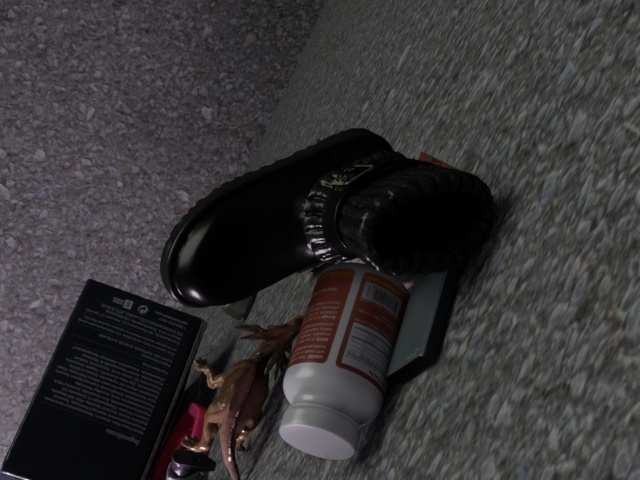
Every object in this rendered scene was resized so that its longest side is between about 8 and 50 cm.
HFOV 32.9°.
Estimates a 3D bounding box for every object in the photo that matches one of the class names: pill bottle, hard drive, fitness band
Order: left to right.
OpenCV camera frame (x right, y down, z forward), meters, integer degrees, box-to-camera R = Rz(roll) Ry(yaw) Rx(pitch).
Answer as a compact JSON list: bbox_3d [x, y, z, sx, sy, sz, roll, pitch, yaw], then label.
[{"bbox_3d":[-0.288,0.441,2.254,0.209,0.054,0.291,-65,12,-8],"label":"fitness band"},{"bbox_3d":[0.026,0.143,1.292,0.121,0.121,0.216,-47,20,57],"label":"pill bottle"},{"bbox_3d":[0.119,0.091,1.241,0.094,0.022,0.135,-46,21,58],"label":"hard drive"}]

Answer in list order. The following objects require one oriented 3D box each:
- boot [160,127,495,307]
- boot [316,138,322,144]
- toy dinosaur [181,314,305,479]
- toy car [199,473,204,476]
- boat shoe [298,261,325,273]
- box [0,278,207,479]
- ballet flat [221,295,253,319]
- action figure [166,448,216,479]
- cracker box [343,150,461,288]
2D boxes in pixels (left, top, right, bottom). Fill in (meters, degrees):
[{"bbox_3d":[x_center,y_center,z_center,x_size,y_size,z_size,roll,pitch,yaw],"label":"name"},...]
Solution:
[{"bbox_3d":[-0.001,-0.004,1.244,0.348,0.131,0.260,-34,32,-10],"label":"boot"},{"bbox_3d":[0.030,-0.094,1.835,0.112,0.115,0.305,-59,13,16],"label":"boot"},{"bbox_3d":[-0.124,0.248,1.774,0.200,0.127,0.295,-43,28,44],"label":"toy dinosaur"},{"bbox_3d":[-0.246,0.469,2.060,0.122,0.060,0.040,125,124,-74],"label":"toy car"},{"bbox_3d":[-0.012,0.038,1.924,0.046,0.038,0.125,-46,2,-32],"label":"boat shoe"},{"bbox_3d":[-0.496,0.422,2.474,0.480,0.297,0.471,116,172,-59],"label":"box"},{"bbox_3d":[-0.167,0.077,2.472,0.072,0.068,0.213,-43,23,61],"label":"ballet flat"},{"bbox_3d":[-0.259,0.496,1.906,0.185,0.099,0.285,-88,21,-48],"label":"action figure"},{"bbox_3d":[0.091,0.002,1.454,0.232,0.067,0.155,-45,22,58],"label":"cracker box"}]
